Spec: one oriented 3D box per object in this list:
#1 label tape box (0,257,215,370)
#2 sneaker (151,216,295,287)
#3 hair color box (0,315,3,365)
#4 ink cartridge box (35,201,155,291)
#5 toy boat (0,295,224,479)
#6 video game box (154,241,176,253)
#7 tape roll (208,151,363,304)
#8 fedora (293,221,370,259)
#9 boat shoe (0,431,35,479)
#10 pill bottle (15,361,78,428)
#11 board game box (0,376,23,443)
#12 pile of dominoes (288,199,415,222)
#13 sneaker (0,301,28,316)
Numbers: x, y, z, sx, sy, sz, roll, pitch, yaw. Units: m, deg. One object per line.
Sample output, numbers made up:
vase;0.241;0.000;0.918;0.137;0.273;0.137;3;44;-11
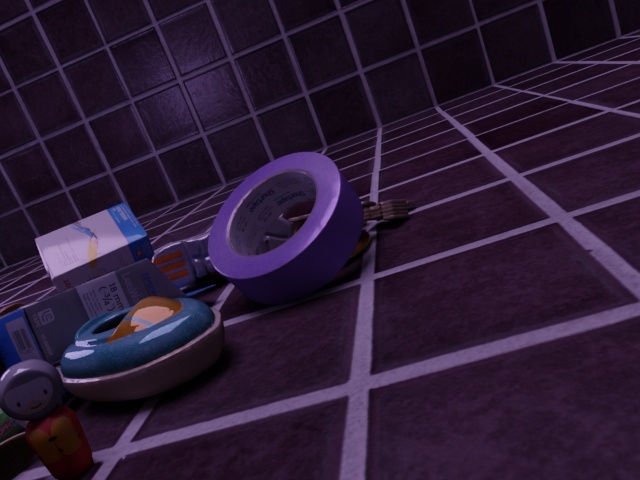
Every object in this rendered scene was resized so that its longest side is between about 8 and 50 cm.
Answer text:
label tape box;-0.405;0.119;1.029;0.240;0.106;0.333;-18;6;45
sneaker;-0.218;0.016;1.238;0.320;0.125;0.180;-13;2;-9
hair color box;-0.723;0.193;1.069;0.105;0.173;0.347;-71;16;-9
ink cartridge box;-0.542;0.052;1.361;0.232;0.171;0.168;-27;48;-23
toy boat;-0.279;0.161;0.745;0.267;0.148;0.318;-16;15;21
video game box;-0.473;0.066;1.573;0.205;0.048;0.187;-31;15;-32
tape roll;-0.064;-0.026;0.976;0.274;0.090;0.275;-22;44;22
fedora;0.000;0.000;1.061;0.194;0.079;0.194;-21;15;6
boat shoe;-0.424;0.289;0.689;0.045;0.050;0.135;-1;25;42
pill bottle;-0.406;0.229;0.844;0.067;0.067;0.120;-17;15;18
board game box;-0.566;0.308;0.834;0.213;0.046;0.317;-13;17;28
pile of dominoes;0.065;-0.047;1.179;0.251;0.040;0.195;-11;-3;44
sneaker;-0.935;0.235;1.588;0.083;0.070;0.185;-5;20;34
